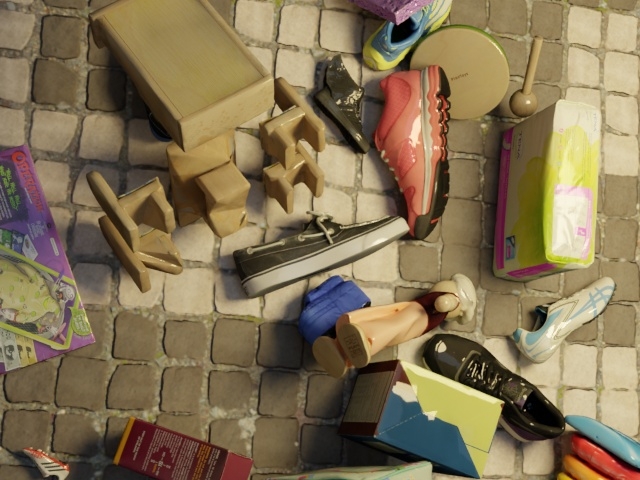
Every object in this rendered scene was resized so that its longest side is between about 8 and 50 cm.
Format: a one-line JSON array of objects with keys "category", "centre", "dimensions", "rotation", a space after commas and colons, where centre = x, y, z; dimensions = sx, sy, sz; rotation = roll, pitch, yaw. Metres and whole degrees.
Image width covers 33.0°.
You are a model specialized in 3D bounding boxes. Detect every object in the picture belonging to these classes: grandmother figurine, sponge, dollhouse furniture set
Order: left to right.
[{"category": "dollhouse furniture set", "centre": [-0.208, -0.180, 1.720], "dimensions": [0.362, 0.394, 0.256], "rotation": [-30, 64, -18]}, {"category": "sponge", "centre": [0.112, -0.456, 1.935], "dimensions": [0.117, 0.210, 0.031], "rotation": [-37, 137, -19]}, {"category": "grandmother figurine", "centre": [0.154, 0.131, 1.841], "dimensions": [0.342, 0.208, 0.104], "rotation": [-20, 90, -45]}]

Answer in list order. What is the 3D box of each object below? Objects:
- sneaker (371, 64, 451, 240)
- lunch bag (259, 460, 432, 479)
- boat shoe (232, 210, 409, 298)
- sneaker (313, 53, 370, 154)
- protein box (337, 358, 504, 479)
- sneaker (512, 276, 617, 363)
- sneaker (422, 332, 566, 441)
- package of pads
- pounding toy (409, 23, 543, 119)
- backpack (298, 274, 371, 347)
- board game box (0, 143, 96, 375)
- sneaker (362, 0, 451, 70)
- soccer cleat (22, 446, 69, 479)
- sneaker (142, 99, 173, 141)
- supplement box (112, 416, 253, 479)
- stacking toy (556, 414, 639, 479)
[{"category": "sneaker", "centre": [0.161, -0.158, 1.958], "dimensions": [0.136, 0.116, 0.314], "rotation": [2, 91, 19]}, {"category": "lunch bag", "centre": [0.042, 0.417, 1.720], "dimensions": [0.224, 0.279, 0.108], "rotation": [7, 74, -53]}, {"category": "boat shoe", "centre": [-0.001, 0.001, 1.871], "dimensions": [0.306, 0.113, 0.105], "rotation": [-21, 82, -2]}, {"category": "sneaker", "centre": [0.054, -0.245, 1.950], "dimensions": [0.089, 0.051, 0.170], "rotation": [-42, 91, -13]}, {"category": "protein box", "centre": [0.164, 0.301, 1.824], "dimensions": [0.199, 0.201, 0.136], "rotation": [23, 76, -12]}, {"category": "sneaker", "centre": [0.455, 0.132, 1.998], "dimensions": [0.237, 0.085, 0.086], "rotation": [-36, 86, -21]}, {"category": "sneaker", "centre": [0.317, 0.252, 1.916], "dimensions": [0.283, 0.124, 0.107], "rotation": [35, 74, -9]}, {"category": "package of pads", "centre": [0.403, -0.085, 1.936], "dimensions": [0.101, 0.229, 0.297], "rotation": [8, 79, -15]}, {"category": "pounding toy", "centre": [0.289, -0.326, 1.990], "dimensions": [0.236, 0.183, 0.110], "rotation": [8, 36, 12]}, {"category": "backpack", "centre": [0.015, 0.129, 1.865], "dimensions": [0.120, 0.098, 0.101], "rotation": [-38, 65, -18]}, {"category": "board game box", "centre": [-0.518, 0.037, 1.748], "dimensions": [0.208, 0.056, 0.347], "rotation": [-19, 88, -14]}, {"category": "sneaker", "centre": [0.180, -0.408, 1.971], "dimensions": [0.091, 0.126, 0.240], "rotation": [40, 74, -7]}, {"category": "soccer cleat", "centre": [-0.443, 0.359, 1.732], "dimensions": [0.083, 0.029, 0.036], "rotation": [31, 71, -15]}, {"category": "sneaker", "centre": [-0.279, -0.286, 1.839], "dimensions": [0.081, 0.090, 0.232], "rotation": [-19, 88, -18]}, {"category": "supplement box", "centre": [-0.216, 0.351, 1.713], "dimensions": [0.188, 0.104, 0.081], "rotation": [14, 76, 23]}, {"category": "stacking toy", "centre": [0.469, 0.479, 1.926], "dimensions": [0.165, 0.175, 0.302], "rotation": [28, 91, -42]}]
